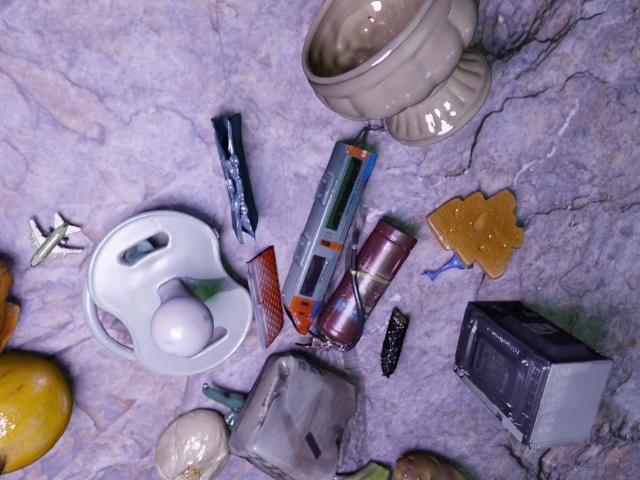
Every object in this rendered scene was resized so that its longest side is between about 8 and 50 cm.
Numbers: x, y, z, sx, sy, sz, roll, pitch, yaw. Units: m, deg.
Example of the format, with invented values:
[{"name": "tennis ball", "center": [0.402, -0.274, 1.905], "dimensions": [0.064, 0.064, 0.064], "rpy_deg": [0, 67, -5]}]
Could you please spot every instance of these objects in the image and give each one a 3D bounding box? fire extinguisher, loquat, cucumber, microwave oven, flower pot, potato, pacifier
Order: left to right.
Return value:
[{"name": "loquat", "center": [-0.560, 0.316, 0.764], "dimensions": [0.213, 0.246, 0.213], "rpy_deg": [-10, 121, -18]}, {"name": "pacifier", "center": [-0.266, 0.125, 0.773], "dimensions": [0.288, 0.269, 0.343], "rpy_deg": [-33, 110, -12]}, {"name": "fire extinguisher", "center": [0.071, 0.112, 0.958], "dimensions": [0.141, 0.105, 0.341], "rpy_deg": [32, 97, -1]}, {"name": "cucumber", "center": [0.177, 0.251, 1.059], "dimensions": [0.053, 0.053, 0.182], "rpy_deg": [5, 108, -17]}, {"name": "flower pot", "center": [0.140, -0.311, 0.750], "dimensions": [0.244, 0.307, 0.307], "rpy_deg": [33, 97, -40]}, {"name": "potato", "center": [0.296, 0.660, 1.147], "dimensions": [0.296, 0.192, 0.141], "rpy_deg": [39, 106, -23]}, {"name": "microwave oven", "center": [0.464, 0.294, 1.019], "dimensions": [0.181, 0.295, 0.238], "rpy_deg": [1, 107, -15]}]

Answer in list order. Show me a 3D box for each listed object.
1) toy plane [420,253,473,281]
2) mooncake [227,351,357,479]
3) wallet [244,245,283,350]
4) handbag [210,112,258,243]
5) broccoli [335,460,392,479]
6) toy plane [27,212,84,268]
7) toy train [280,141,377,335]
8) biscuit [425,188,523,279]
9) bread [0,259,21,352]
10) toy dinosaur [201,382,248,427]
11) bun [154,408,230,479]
[{"name": "toy plane", "center": [0.319, 0.051, 1.038], "dimensions": [0.167, 0.054, 0.062], "rpy_deg": [-29, 88, -6]}, {"name": "mooncake", "center": [-0.056, 0.386, 0.950], "dimensions": [0.254, 0.250, 0.136], "rpy_deg": [41, 137, -22]}, {"name": "wallet", "center": [-0.112, 0.119, 0.913], "dimensions": [0.020, 0.103, 0.197], "rpy_deg": [0, 109, 20]}, {"name": "handbag", "center": [-0.156, -0.113, 0.795], "dimensions": [0.057, 0.144, 0.221], "rpy_deg": [-9, 111, -6]}, {"name": "broccoli", "center": [0.079, 0.689, 1.117], "dimensions": [0.245, 0.248, 0.288], "rpy_deg": [-33, 106, -43]}, {"name": "toy plane", "center": [-0.492, 0.006, 0.794], "dimensions": [0.102, 0.040, 0.111], "rpy_deg": [40, 94, -21]}, {"name": "toy train", "center": [0.000, 0.000, 0.906], "dimensions": [0.089, 0.086, 0.409], "rpy_deg": [17, 102, -20]}, {"name": "biscuit", "center": [0.353, -0.026, 1.003], "dimensions": [0.238, 0.041, 0.212], "rpy_deg": [12, 86, -6]}, {"name": "bread", "center": [-0.692, 0.104, 0.706], "dimensions": [0.344, 0.149, 0.195], "rpy_deg": [10, 85, -20]}, {"name": "toy dinosaur", "center": [-0.173, 0.413, 0.997], "dimensions": [0.292, 0.079, 0.120], "rpy_deg": [33, 90, -25]}, {"name": "bun", "center": [-0.281, 0.474, 0.966], "dimensions": [0.188, 0.111, 0.164], "rpy_deg": [-46, 116, -1]}]
